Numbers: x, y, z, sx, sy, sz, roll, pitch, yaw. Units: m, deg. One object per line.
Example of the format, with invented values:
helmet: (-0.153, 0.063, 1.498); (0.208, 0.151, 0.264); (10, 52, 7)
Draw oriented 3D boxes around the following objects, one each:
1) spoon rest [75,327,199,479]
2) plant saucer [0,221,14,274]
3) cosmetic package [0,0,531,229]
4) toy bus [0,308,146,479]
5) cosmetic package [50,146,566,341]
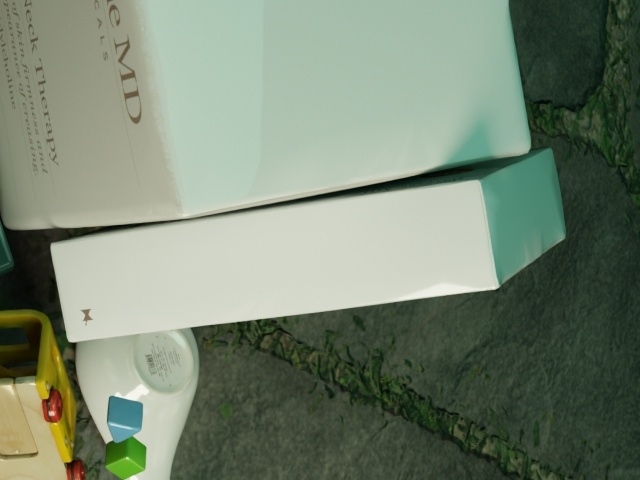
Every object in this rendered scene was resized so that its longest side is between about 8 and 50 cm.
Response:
spoon rest: (-0.156, 0.182, 1.561); (0.137, 0.084, 0.276); (-9, 80, -42)
plant saucer: (-0.323, -0.053, 1.455); (0.067, 0.018, 0.192); (-25, 105, -39)
cosmetic package: (-0.083, -0.198, 1.388); (0.327, 0.393, 0.330); (-12, 95, -29)
toy bus: (-0.260, 0.150, 1.437); (0.191, 0.202, 0.104); (30, 38, -28)
cosmetic package: (0.000, 0.000, 1.439); (0.284, 0.377, 0.098); (-29, 110, -69)
